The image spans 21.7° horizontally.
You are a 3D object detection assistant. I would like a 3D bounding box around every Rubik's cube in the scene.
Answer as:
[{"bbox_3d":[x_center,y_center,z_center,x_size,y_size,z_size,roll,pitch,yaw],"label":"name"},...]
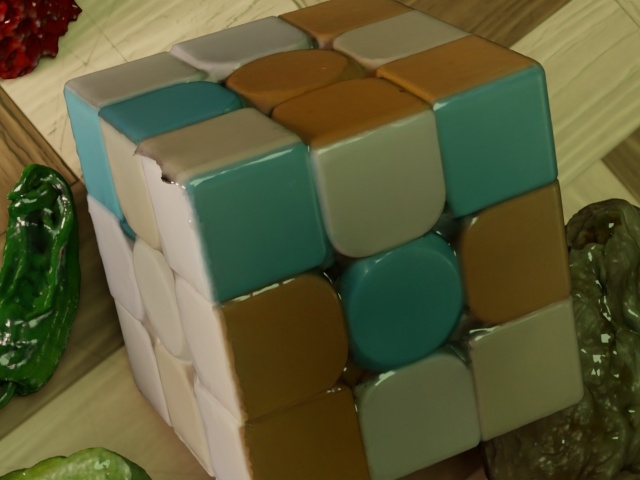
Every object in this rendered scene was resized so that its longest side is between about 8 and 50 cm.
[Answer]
[{"bbox_3d":[0.000,0.000,1.532,0.344,0.347,0.346,-18,117,-18],"label":"Rubik's cube"}]

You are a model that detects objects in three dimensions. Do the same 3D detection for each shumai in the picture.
[{"bbox_3d":[0.319,0.149,1.711,0.283,0.217,0.346,31,63,-3],"label":"shumai"}]

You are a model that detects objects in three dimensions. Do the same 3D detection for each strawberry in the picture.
[{"bbox_3d":[-0.339,-0.288,1.708,0.234,0.178,0.234,5,74,-19],"label":"strawberry"}]

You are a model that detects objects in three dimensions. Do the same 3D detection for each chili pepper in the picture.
[{"bbox_3d":[-0.289,0.050,1.657,0.100,0.074,0.257,9,64,-10],"label":"chili pepper"}]

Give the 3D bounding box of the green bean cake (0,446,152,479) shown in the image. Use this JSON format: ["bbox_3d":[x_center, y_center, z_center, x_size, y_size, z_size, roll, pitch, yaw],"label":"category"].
[{"bbox_3d":[-0.262,0.315,1.503,0.248,0.125,0.222,-11,72,5],"label":"green bean cake"}]
